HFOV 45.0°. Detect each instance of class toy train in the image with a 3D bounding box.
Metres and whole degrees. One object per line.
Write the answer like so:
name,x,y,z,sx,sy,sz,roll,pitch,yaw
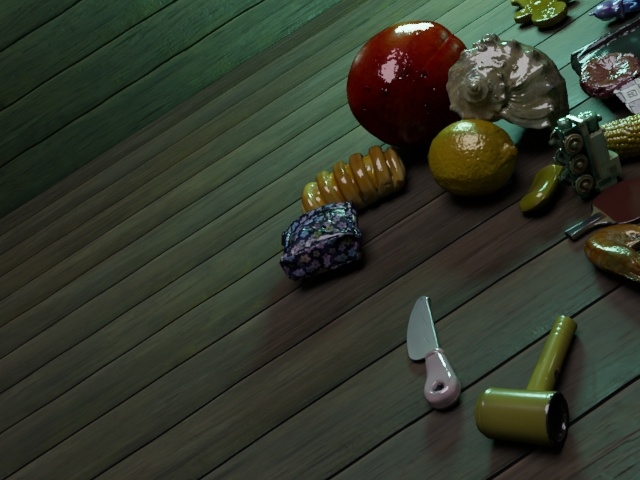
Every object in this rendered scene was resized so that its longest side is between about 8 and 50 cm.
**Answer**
toy train,0.568,-0.188,1.659,0.125,0.194,0.081,-28,28,-5

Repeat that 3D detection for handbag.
handbag,0.786,-0.454,1.954,0.247,0.080,0.223,-29,41,11
handbag,0.000,0.000,1.955,0.228,0.127,0.208,-23,26,15

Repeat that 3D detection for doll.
doll,0.865,-0.666,2.194,0.206,0.067,0.110,-13,21,10

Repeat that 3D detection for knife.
knife,0.216,0.221,1.559,0.081,0.043,0.336,-32,24,13

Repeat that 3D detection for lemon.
lemon,0.362,-0.198,1.859,0.256,0.188,0.188,2,45,49

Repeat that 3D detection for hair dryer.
hair dryer,0.379,0.236,1.349,0.135,0.090,0.279,-5,34,40

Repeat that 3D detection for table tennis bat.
table tennis bat,0.611,-0.063,1.610,0.220,0.019,0.130,-31,32,0

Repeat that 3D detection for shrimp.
shrimp,0.596,0.030,1.455,0.150,0.068,0.249,-23,27,4

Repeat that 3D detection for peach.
peach,0.248,-0.427,2.119,0.370,0.370,0.370,-23,32,15

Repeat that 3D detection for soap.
soap,0.499,-0.117,1.741,0.140,0.045,0.089,-53,13,-27

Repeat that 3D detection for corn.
corn,0.717,-0.237,1.683,0.293,0.106,0.106,-10,38,33

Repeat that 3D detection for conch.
conch,0.493,-0.394,1.920,0.297,0.210,0.352,37,47,27

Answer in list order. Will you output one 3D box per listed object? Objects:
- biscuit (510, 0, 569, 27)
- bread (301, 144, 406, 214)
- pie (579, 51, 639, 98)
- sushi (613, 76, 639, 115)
biscuit,0.708,-0.746,2.454,0.197,0.049,0.301,-27,31,17
bread,0.081,-0.153,2.104,0.311,0.121,0.173,-27,32,11
pie,0.703,-0.405,1.876,0.153,0.038,0.153,-17,49,20
sushi,0.818,-0.327,1.769,0.210,0.040,0.193,-31,53,9
